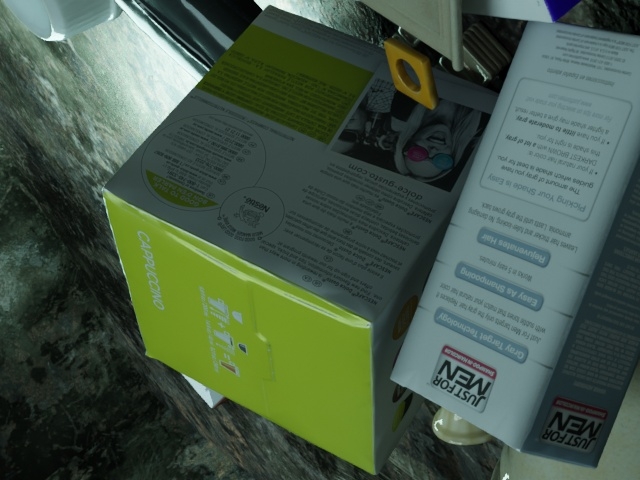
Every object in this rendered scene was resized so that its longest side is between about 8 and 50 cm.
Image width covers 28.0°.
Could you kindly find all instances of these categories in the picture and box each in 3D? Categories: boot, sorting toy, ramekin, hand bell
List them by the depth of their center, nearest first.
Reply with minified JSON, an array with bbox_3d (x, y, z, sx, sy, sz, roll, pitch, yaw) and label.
[{"bbox_3d":[0.076,-0.272,1.192,0.196,0.047,0.347,44,159,32],"label":"sorting toy"},{"bbox_3d":[-0.124,-0.207,1.812,0.445,0.146,0.367,40,148,-2],"label":"boot"},{"bbox_3d":[0.210,0.175,1.946,0.126,0.126,0.242,23,134,52],"label":"hand bell"},{"bbox_3d":[-0.447,-0.445,2.076,0.273,0.127,0.273,43,159,21],"label":"ramekin"}]

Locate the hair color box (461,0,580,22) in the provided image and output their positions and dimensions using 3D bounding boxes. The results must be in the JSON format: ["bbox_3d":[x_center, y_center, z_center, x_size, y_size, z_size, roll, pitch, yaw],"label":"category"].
[{"bbox_3d":[0.112,-0.324,1.240,0.339,0.110,0.185,20,145,53],"label":"hair color box"}]

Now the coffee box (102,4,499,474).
[{"bbox_3d":[0.000,0.000,1.477,0.338,0.334,0.337,25,149,20],"label":"coffee box"}]

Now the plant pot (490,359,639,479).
[{"bbox_3d":[0.334,0.163,1.366,0.334,0.334,0.305,30,139,46],"label":"plant pot"}]

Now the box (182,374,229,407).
[{"bbox_3d":[-0.088,0.106,2.031,0.168,0.215,0.345,48,-163,10],"label":"box"}]

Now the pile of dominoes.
[{"bbox_3d":[0.152,-0.164,1.507,0.196,0.040,0.251,47,157,2],"label":"pile of dominoes"}]

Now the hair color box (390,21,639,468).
[{"bbox_3d":[0.223,-0.003,1.185,0.113,0.374,0.185,19,-177,-38],"label":"hair color box"}]
